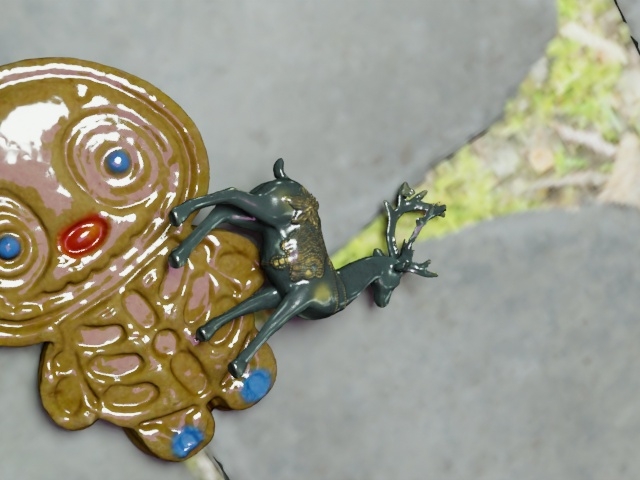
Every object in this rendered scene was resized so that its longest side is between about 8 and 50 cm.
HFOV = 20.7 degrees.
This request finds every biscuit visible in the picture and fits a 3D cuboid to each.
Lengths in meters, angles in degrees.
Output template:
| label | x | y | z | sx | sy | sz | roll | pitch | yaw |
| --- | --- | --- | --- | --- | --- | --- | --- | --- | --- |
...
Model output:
| label | x | y | z | sx | sy | sz | roll | pitch | yaw |
| --- | --- | --- | --- | --- | --- | --- | --- | --- | --- |
| biscuit | -0.086 | 0.007 | 0.690 | 0.124 | 0.026 | 0.175 | -40 | 105 | -8 |

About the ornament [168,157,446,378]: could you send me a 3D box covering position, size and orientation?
| label | x | y | z | sx | sy | sz | roll | pitch | yaw |
| --- | --- | --- | --- | --- | --- | --- | --- | --- | --- |
| ornament | 0.000 | 0.000 | 0.701 | 0.125 | 0.028 | 0.073 | -23 | 99 | -30 |
